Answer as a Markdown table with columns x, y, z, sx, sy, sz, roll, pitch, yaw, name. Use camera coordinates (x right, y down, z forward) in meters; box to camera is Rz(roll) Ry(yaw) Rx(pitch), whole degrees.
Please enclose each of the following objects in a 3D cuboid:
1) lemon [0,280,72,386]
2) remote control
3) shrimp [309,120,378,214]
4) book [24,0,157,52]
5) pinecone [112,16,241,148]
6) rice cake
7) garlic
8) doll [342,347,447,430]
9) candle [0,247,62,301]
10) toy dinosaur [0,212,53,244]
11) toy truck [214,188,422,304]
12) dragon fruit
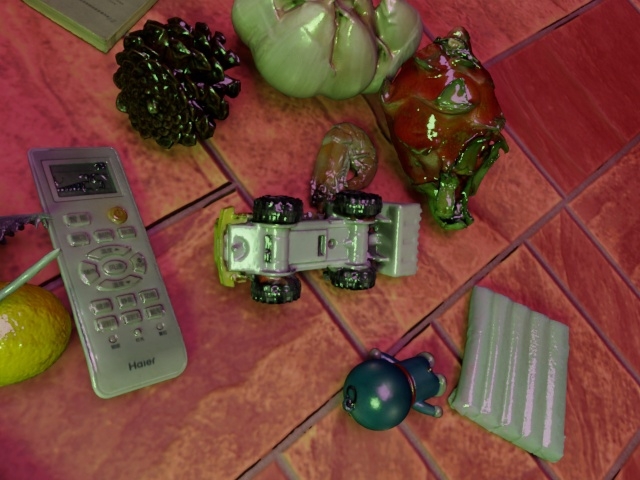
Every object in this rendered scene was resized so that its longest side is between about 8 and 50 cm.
| x | y | z | sx | sy | sz | roll | pitch | yaw | name |
| --- | --- | --- | --- | --- | --- | --- | --- | --- | --- |
| -0.327 | 0.096 | 0.563 | 0.133 | 0.109 | 0.109 | 14 | 62 | -42 | lemon |
| -0.259 | 0.028 | 0.650 | 0.109 | 0.055 | 0.313 | -10 | 69 | -40 | remote control |
| 0.032 | -0.102 | 0.817 | 0.099 | 0.041 | 0.180 | 35 | 60 | -20 | shrimp |
| -0.333 | -0.435 | 0.826 | 0.215 | 0.025 | 0.282 | 32 | 62 | -3 | book |
| -0.180 | -0.218 | 0.723 | 0.163 | 0.163 | 0.165 | 36 | 44 | -2 | pinecone |
| 0.279 | 0.185 | 0.781 | 0.189 | 0.037 | 0.198 | 28 | 63 | -7 | rice cake |
| 0.008 | -0.295 | 0.794 | 0.281 | 0.203 | 0.184 | 20 | 81 | -14 | garlic |
| 0.090 | 0.190 | 0.691 | 0.152 | 0.085 | 0.114 | -11 | 58 | -34 | doll |
| -0.431 | -0.023 | 0.441 | 0.342 | 0.221 | 0.221 | 46 | 60 | -22 | candle |
| -0.394 | -0.019 | 0.608 | 0.209 | 0.039 | 0.082 | -1 | 98 | 4 | toy dinosaur |
| 0.000 | 0.000 | 0.716 | 0.286 | 0.111 | 0.136 | -3 | 101 | -29 | toy truck |
| 0.193 | -0.159 | 0.798 | 0.198 | 0.200 | 0.269 | -11 | 74 | -11 | dragon fruit |
